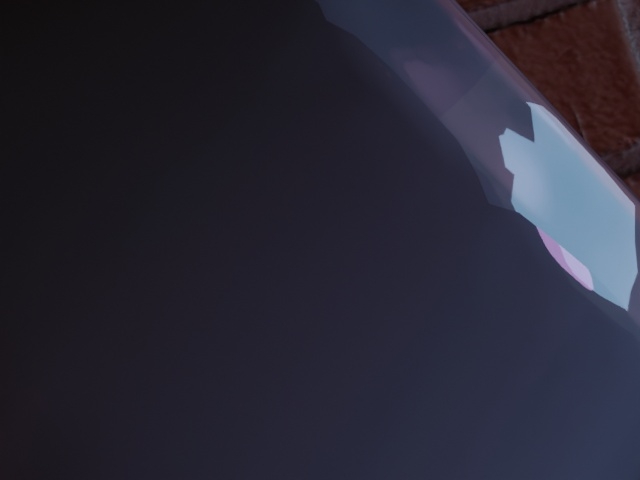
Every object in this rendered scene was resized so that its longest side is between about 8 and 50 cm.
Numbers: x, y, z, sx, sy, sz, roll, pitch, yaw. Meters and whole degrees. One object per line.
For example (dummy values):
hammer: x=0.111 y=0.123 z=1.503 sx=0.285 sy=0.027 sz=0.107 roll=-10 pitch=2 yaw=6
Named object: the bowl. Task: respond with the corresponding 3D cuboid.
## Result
bowl: x=0.000 y=0.000 z=0.603 sx=0.311 sy=0.163 sz=0.311 roll=46 pitch=8 yaw=-9
